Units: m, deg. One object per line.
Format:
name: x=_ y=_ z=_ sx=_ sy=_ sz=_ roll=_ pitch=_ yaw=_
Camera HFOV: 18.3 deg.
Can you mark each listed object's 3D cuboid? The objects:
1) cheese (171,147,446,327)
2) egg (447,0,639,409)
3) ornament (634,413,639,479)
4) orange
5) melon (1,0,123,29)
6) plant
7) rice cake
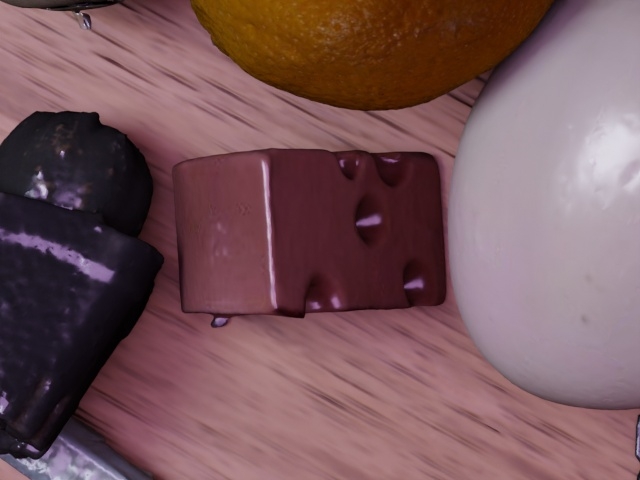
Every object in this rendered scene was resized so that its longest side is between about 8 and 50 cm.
cheese: x=-0.020 y=0.001 z=1.417 sx=0.203 sy=0.177 sz=0.128 roll=-2 pitch=90 yaw=9
egg: x=0.231 y=-0.039 z=1.329 sx=0.283 sy=0.283 sz=0.345 roll=42 pitch=101 yaw=6
ornament: x=0.259 y=0.194 z=1.453 sx=0.073 sy=0.028 sz=0.125 roll=7 pitch=90 yaw=8
orange: x=0.030 y=-0.204 z=1.275 sx=0.264 sy=0.264 sz=0.264 roll=0 pitch=90 yaw=8
melon: x=-0.170 y=-0.314 z=1.392 sx=0.268 sy=0.268 sz=0.330 roll=6 pitch=99 yaw=8
plant: x=-0.206 y=0.029 z=1.450 sx=0.164 sy=0.142 sz=0.256 roll=21 pitch=70 yaw=-2
rice cake: x=-0.161 y=0.187 z=1.495 sx=0.336 sy=0.066 sz=0.063 roll=38 pitch=95 yaw=6
